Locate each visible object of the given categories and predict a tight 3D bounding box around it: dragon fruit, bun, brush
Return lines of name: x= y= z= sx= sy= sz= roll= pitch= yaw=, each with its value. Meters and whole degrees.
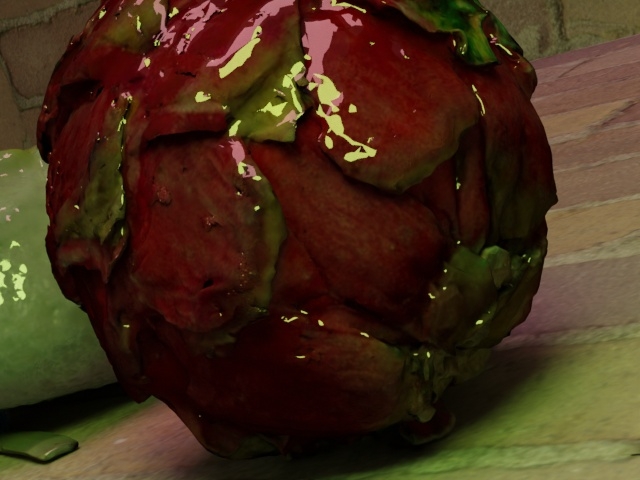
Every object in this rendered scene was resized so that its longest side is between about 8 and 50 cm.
dragon fruit: x=-0.016 y=-0.035 z=0.856 sx=0.329 sy=0.329 sz=0.329 roll=-17 pitch=10 yaw=3
bun: x=-0.263 y=0.026 z=1.189 sx=0.361 sy=0.211 sz=0.362 roll=-5 pitch=1 yaw=0
brush: x=-0.239 y=0.146 z=1.100 sx=0.033 sy=0.030 sz=0.178 roll=-13 pitch=5 yaw=-37
